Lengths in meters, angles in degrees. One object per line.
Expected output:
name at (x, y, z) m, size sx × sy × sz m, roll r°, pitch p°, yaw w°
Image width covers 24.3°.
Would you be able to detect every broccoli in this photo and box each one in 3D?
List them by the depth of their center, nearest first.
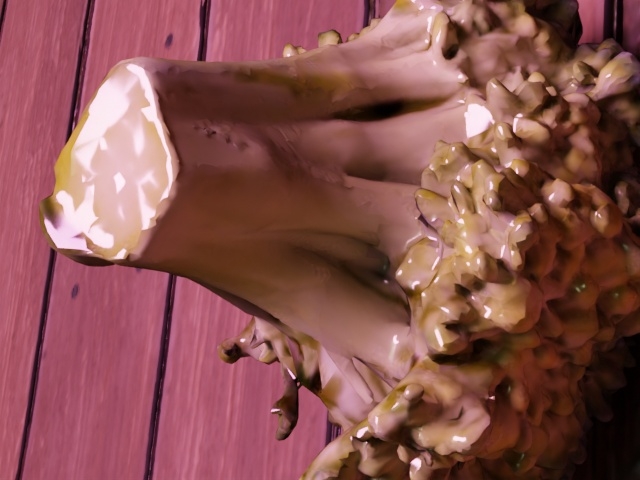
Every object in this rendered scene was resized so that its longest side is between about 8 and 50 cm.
broccoli at (0.000, 0.000, 0.588) m, size 0.247 × 0.243 × 0.263 m, roll 7°, pitch 86°, yaw 44°
